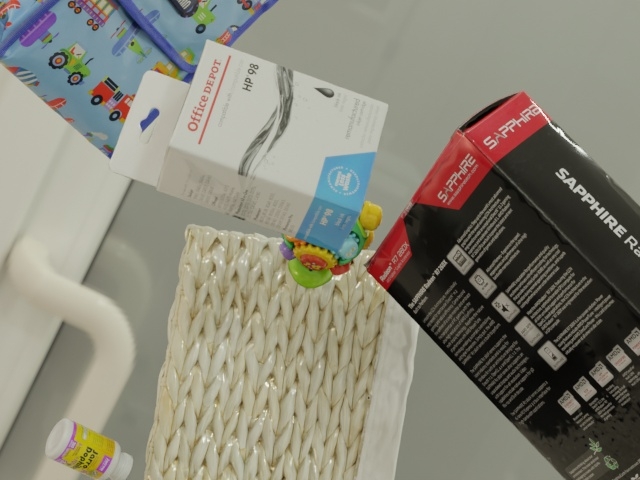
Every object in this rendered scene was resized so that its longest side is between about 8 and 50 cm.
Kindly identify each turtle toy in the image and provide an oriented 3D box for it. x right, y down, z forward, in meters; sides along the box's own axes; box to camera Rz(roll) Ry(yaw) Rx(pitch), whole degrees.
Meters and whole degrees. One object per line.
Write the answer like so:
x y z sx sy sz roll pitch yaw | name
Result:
0.000 0.000 1.255 0.095 0.066 0.130 18 -23 0 | turtle toy

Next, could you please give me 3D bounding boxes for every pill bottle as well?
-0.231 0.214 1.376 0.083 0.043 0.043 31 10 -26 | pill bottle

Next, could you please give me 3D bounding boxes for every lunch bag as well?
-0.189 -0.263 1.448 0.221 0.293 0.138 45 11 -52 | lunch bag

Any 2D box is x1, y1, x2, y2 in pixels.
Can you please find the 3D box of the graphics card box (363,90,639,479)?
0.225 0.079 1.163 0.094 0.233 0.371 -34 75 -35 | graphics card box

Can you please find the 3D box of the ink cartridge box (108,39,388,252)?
-0.051 -0.074 0.993 0.180 0.060 0.104 19 57 -6 | ink cartridge box

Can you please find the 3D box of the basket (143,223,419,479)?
-0.030 0.165 1.538 0.266 0.332 0.328 8 -4 3 | basket
